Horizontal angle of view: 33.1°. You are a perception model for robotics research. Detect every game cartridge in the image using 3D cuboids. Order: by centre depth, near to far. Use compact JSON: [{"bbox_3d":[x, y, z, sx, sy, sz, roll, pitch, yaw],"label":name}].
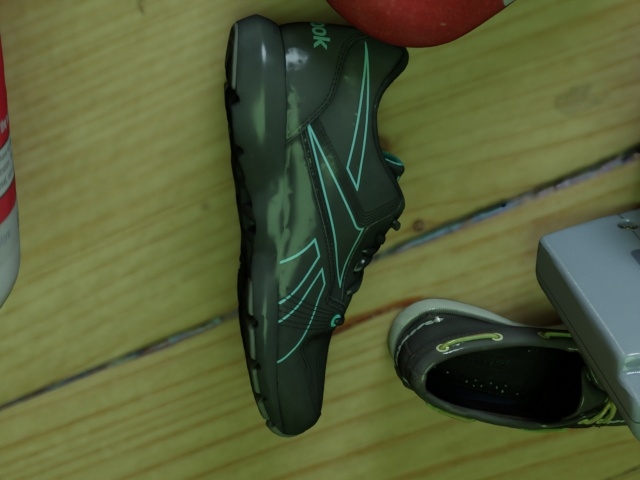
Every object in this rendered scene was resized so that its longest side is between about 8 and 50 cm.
[{"bbox_3d":[0.294,0.032,0.646,0.297,0.198,0.062,-6,114,-5],"label":"game cartridge"}]

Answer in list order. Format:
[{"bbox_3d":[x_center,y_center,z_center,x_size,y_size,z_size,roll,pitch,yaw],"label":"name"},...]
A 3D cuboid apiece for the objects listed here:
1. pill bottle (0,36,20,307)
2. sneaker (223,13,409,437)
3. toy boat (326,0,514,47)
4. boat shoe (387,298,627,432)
[{"bbox_3d":[-0.264,-0.151,0.469,0.229,0.229,0.407,-2,114,-7],"label":"pill bottle"},{"bbox_3d":[0.000,0.000,0.645,0.106,0.101,0.267,-4,114,-9],"label":"sneaker"},{"bbox_3d":[0.095,-0.193,0.544,0.231,0.151,0.151,-34,113,7],"label":"toy boat"},{"bbox_3d":[0.160,0.095,0.725,0.228,0.068,0.081,8,112,-12],"label":"boat shoe"}]
